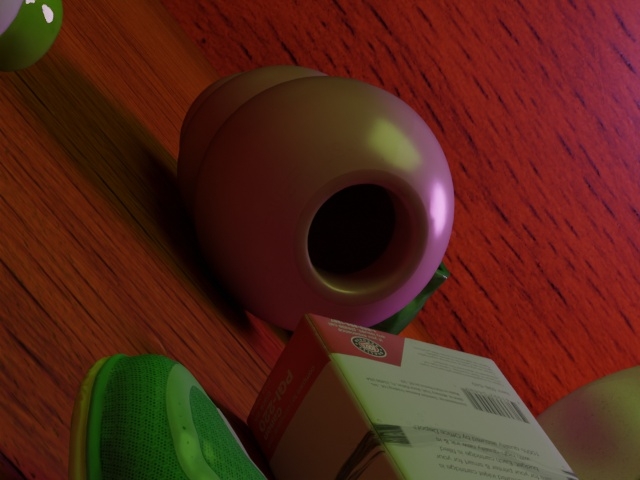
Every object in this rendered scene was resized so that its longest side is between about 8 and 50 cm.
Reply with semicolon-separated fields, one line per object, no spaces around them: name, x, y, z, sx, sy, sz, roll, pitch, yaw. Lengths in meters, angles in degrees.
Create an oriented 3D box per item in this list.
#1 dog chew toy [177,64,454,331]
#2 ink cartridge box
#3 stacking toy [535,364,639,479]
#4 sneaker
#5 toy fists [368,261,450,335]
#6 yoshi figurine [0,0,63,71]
dog chew toy;-0.025;-0.053;1.371;0.206;0.206;0.332;49;-2;-27
ink cartridge box;0.071;0.153;0.968;0.159;0.092;0.218;16;23;-32
stacking toy;0.344;0.368;1.421;0.350;0.351;0.480;57;-9;50
sneaker;0.016;0.150;0.564;0.295;0.123;0.109;53;5;24
toy fists;0.000;0.000;1.516;0.096;0.142;0.279;28;19;-42
yoshi figurine;-0.202;-0.191;0.700;0.203;0.203;0.362;46;0;17
